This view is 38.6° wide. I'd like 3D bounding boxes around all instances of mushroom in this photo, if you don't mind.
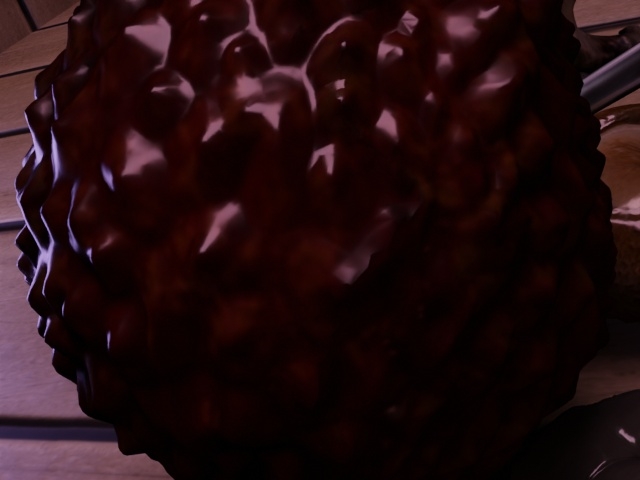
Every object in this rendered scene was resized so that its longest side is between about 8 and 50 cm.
[{"bbox_3d":[0.301,-0.024,0.799,0.253,0.153,0.253,-14,30,8],"label":"mushroom"}]

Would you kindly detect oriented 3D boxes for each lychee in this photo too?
[{"bbox_3d":[0.000,0.000,0.633,0.425,0.499,0.424,9,15,-2],"label":"lychee"}]

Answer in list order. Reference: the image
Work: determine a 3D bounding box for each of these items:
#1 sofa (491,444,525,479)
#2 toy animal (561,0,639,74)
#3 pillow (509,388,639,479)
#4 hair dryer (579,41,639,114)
[{"bbox_3d":[0.098,0.186,0.686,0.118,0.039,0.060,-37,33,-29],"label":"sofa"},{"bbox_3d":[0.231,-0.288,1.274,0.303,0.194,0.344,-35,25,-35],"label":"toy animal"},{"bbox_3d":[0.310,0.133,0.577,0.326,0.101,0.228,-31,30,-14],"label":"pillow"},{"bbox_3d":[0.271,-0.165,0.986,0.320,0.156,0.284,-38,-12,-36],"label":"hair dryer"}]
